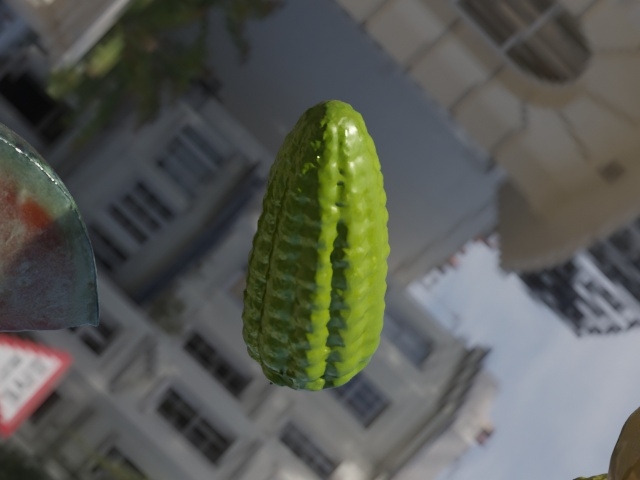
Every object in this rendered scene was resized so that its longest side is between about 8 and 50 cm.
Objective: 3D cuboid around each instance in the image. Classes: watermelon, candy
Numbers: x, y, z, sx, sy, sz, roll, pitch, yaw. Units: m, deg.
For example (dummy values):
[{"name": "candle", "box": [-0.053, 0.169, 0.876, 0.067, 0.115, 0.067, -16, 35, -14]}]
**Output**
[{"name": "watermelon", "box": [-0.320, -0.015, 1.436, 0.226, 0.318, 0.148, -55, -154, 8]}, {"name": "candy", "box": [0.000, 0.000, 1.202, 0.097, 0.097, 0.209, -56, 158, -47]}]

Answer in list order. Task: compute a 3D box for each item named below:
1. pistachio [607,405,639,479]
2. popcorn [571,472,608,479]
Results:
[{"name": "pistachio", "box": [0.300, 0.193, 1.175, 0.187, 0.299, 0.187, -37, -146, 31]}, {"name": "popcorn", "box": [0.221, 0.256, 1.479, 0.126, 0.145, 0.126, -10, -162, 8]}]
